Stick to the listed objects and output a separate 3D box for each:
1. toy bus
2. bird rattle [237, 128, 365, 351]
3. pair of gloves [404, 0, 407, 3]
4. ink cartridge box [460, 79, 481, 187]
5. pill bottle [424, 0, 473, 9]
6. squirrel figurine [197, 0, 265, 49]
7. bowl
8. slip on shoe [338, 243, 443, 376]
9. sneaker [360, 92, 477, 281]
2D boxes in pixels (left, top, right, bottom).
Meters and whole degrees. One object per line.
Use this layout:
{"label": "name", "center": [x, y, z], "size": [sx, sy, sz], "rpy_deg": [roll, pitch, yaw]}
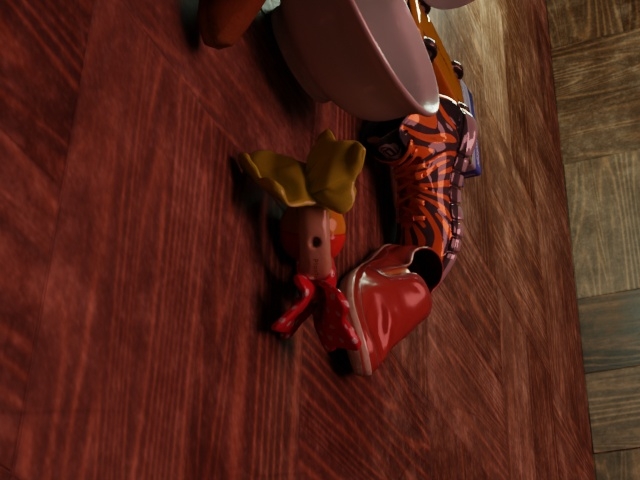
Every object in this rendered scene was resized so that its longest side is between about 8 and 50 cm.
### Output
{"label": "toy bus", "center": [0.156, -0.262, 1.938], "size": [0.332, 0.130, 0.108], "rpy_deg": [51, 29, -53]}
{"label": "bird rattle", "center": [0.000, 0.000, 1.391], "size": [0.207, 0.143, 0.253], "rpy_deg": [-82, 161, -81]}
{"label": "pair of gloves", "center": [0.048, -0.450, 1.728], "size": [0.204, 0.042, 0.240], "rpy_deg": [21, 46, -22]}
{"label": "ink cartridge box", "center": [0.246, -0.237, 2.289], "size": [0.311, 0.065, 0.185], "rpy_deg": [41, 42, -63]}
{"label": "pill bottle", "center": [0.111, -0.444, 1.513], "size": [0.318, 0.176, 0.176], "rpy_deg": [45, 38, -43]}
{"label": "squirrel figurine", "center": [-0.108, -0.471, 1.207], "size": [0.370, 0.281, 0.396], "rpy_deg": [38, 40, -45]}
{"label": "bowl", "center": [0.028, -0.269, 1.549], "size": [0.298, 0.134, 0.298], "rpy_deg": [53, 22, -31]}
{"label": "slip on shoe", "center": [0.098, 0.083, 1.638], "size": [0.331, 0.101, 0.123], "rpy_deg": [-48, 126, -64]}
{"label": "sneaker", "center": [0.130, -0.087, 1.830], "size": [0.180, 0.125, 0.321], "rpy_deg": [26, 66, -41]}
